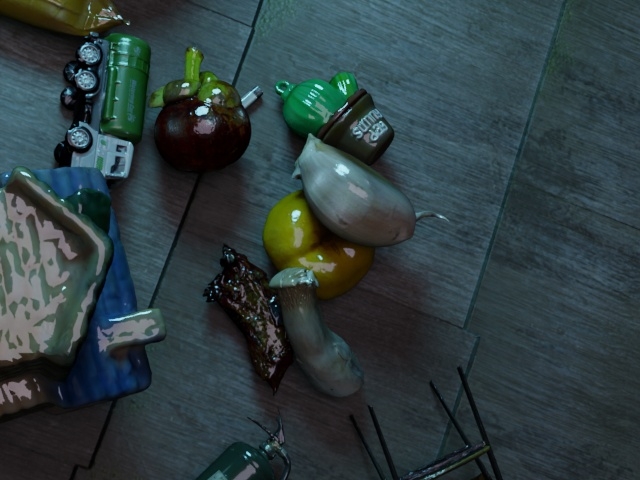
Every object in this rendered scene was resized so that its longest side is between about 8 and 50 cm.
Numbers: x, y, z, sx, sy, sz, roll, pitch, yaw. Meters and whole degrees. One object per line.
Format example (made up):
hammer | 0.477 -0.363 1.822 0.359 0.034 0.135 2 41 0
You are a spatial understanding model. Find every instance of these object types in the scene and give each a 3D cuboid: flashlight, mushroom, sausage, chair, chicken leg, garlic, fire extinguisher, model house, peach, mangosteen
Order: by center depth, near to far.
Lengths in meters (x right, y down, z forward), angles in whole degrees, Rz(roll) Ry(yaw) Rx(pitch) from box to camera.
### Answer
model house | -0.413 0.043 1.524 0.400 0.445 0.395 -10 80 -13
fire extinguisher | -0.142 0.371 1.710 0.294 0.093 0.118 -42 91 -18
mushroom | -0.010 0.136 1.746 0.092 0.081 0.223 -43 120 -25
mangosteen | -0.185 -0.187 1.757 0.156 0.146 0.181 -7 117 6
garlic | 0.083 -0.050 1.759 0.266 0.128 0.148 35 62 -19
chair | 0.171 0.339 1.761 0.159 0.172 0.247 -21 78 -17
sausage | -0.442 -0.381 1.765 0.328 0.112 0.112 20 76 -9
chicken leg | -0.099 0.113 1.781 0.105 0.063 0.234 -34 90 -13
peach | 0.000 0.000 1.805 0.179 0.103 0.179 3 79 -17
flashlight | -0.126 -0.212 1.856 0.083 0.018 0.018 -43 92 -16

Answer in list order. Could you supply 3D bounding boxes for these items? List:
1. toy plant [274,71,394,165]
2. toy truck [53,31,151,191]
toy plant | 0.023 -0.205 1.850 0.200 0.105 0.143 39 65 8
toy truck | -0.325 -0.197 1.767 0.125 0.101 0.242 11 75 -23
